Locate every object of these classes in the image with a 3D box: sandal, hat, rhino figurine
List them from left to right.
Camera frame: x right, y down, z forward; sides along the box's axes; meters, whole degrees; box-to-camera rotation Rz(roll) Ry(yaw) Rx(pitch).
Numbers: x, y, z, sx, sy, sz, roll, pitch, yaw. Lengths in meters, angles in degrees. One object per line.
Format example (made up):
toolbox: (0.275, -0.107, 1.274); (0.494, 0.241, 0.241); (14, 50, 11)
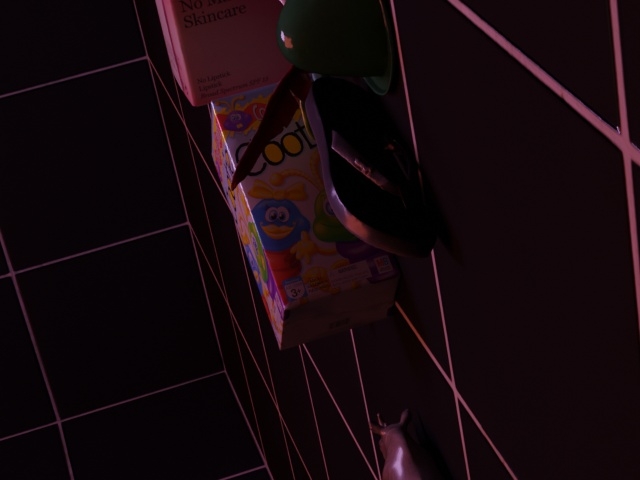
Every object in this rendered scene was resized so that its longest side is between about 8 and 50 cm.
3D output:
hat: (-0.038, -0.198, 1.503); (0.208, 0.183, 0.173); (-117, 14, -48)
sandal: (0.045, -0.083, 1.535); (0.054, 0.097, 0.254); (-62, 38, 38)
rhino figurine: (0.111, 0.286, 1.825); (0.243, 0.073, 0.106); (-115, 9, -49)

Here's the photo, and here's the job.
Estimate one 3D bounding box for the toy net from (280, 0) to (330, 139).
toy net: (-0.017, -0.200, 1.669); (0.122, 0.045, 0.232); (-67, -33, -53)

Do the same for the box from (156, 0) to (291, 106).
box: (-0.129, -0.310, 1.963); (0.127, 0.148, 0.232); (-122, 18, -58)

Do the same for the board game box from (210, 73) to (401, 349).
board game box: (-0.023, -0.036, 1.826); (0.142, 0.144, 0.275); (97, 154, -66)
